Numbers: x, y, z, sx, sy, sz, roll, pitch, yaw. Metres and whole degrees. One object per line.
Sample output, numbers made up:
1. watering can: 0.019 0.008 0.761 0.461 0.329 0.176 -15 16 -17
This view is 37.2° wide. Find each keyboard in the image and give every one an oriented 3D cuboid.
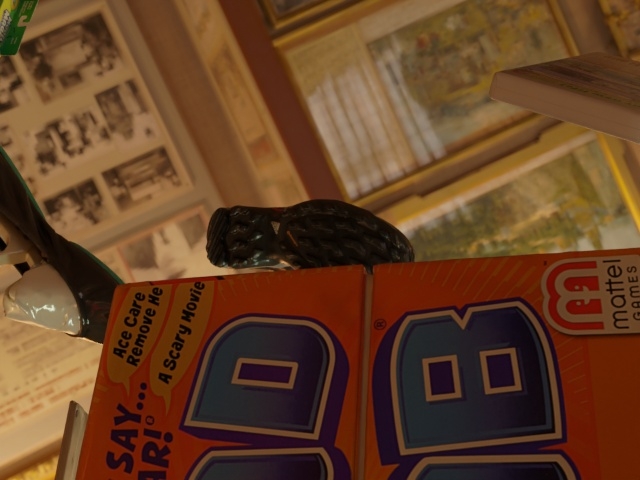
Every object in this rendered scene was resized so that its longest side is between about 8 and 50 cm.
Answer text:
1. keyboard: -0.267 0.287 1.029 0.014 0.072 0.256 -19 -143 10

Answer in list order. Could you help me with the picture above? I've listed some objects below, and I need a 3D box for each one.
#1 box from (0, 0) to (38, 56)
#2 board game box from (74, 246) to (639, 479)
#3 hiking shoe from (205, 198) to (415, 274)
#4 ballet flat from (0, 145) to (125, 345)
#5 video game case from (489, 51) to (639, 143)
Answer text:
1. box: -0.442 -0.289 1.174 0.179 0.105 0.043 11 162 9
2. board game box: 0.060 0.258 0.648 0.356 0.356 0.356 -4 145 12
3. hiking shoe: 0.000 0.000 1.227 0.304 0.113 0.132 10 -176 34
4. ballet flat: -0.284 0.021 0.924 0.096 0.280 0.095 -36 164 -37
5. video game case: 0.260 -0.095 0.693 0.212 0.023 0.193 24 -153 31
